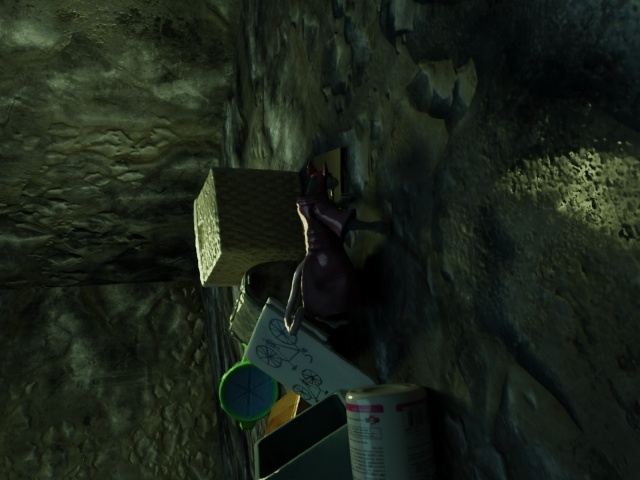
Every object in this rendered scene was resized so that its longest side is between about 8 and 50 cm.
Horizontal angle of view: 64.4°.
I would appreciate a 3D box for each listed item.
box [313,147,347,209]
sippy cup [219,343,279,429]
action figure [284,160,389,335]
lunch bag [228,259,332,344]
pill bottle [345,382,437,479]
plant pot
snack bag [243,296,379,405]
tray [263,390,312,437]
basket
[{"bbox_3d":[0.025,-0.166,1.427,0.201,0.021,0.165,-175,84,-69],"label":"box"},{"bbox_3d":[-0.294,0.589,2.073,0.305,0.240,0.224,-53,8,-7],"label":"sippy cup"},{"bbox_3d":[0.000,0.000,1.191,0.248,0.275,0.370,-162,58,-74],"label":"action figure"},{"bbox_3d":[-0.119,0.196,1.455,0.305,0.255,0.213,115,162,-53],"label":"lunch bag"},{"bbox_3d":[0.139,0.429,0.974,0.160,0.160,0.283,153,114,-67],"label":"pill bottle"},{"bbox_3d":[0.019,0.537,1.150,0.252,0.247,0.247,60,171,-2],"label":"plant pot"},{"bbox_3d":[-0.033,0.322,1.316,0.037,0.342,0.323,-50,-9,-40],"label":"snack bag"},{"bbox_3d":[-0.107,0.603,1.649,0.411,0.076,0.203,122,166,-57],"label":"tray"},{"bbox_3d":[-0.223,-0.042,1.682,0.266,0.331,0.329,-46,49,54],"label":"basket"}]
